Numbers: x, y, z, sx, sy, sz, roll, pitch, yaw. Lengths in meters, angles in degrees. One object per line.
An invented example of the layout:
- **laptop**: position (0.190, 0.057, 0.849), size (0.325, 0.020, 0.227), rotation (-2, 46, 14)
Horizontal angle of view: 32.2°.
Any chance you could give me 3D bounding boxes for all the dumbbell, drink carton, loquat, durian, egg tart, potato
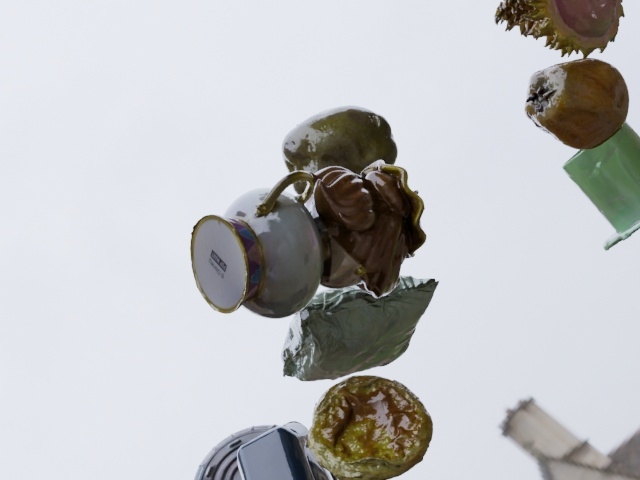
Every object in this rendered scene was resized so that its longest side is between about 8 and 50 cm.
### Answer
- **dumbbell**: position (-0.131, 0.318, 1.179), size (0.316, 0.143, 0.156), rotation (-27, -69, 8)
- **drink carton**: position (0.444, -0.094, 1.628), size (0.144, 0.142, 0.146), rotation (-41, -4, 43)
- **loquat**: position (0.328, -0.177, 1.426), size (0.137, 0.137, 0.112), rotation (21, -104, -56)
- **durian**: position (0.366, -0.380, 1.714), size (0.305, 0.196, 0.185), rotation (-44, -68, -37)
- **egg tart**: position (0.047, 0.191, 1.102), size (0.130, 0.130, 0.052), rotation (-33, -38, -25)
- **potato**: position (0.033, -0.155, 1.945), size (0.201, 0.137, 0.154), rotation (-24, -72, 0)

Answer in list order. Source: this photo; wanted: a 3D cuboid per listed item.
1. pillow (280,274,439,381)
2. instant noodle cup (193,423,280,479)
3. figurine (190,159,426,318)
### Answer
- **pillow**: position (0.070, 0.172, 2.139), size (0.284, 0.138, 0.310), rotation (-13, -26, -17)
- **instant noodle cup**: position (-0.062, 0.358, 1.451), size (0.303, 0.258, 0.181), rotation (-7, -45, 11)
- **figurine**: position (0.000, 0.000, 1.167), size (0.264, 0.142, 0.189), rotation (-13, -41, -37)
